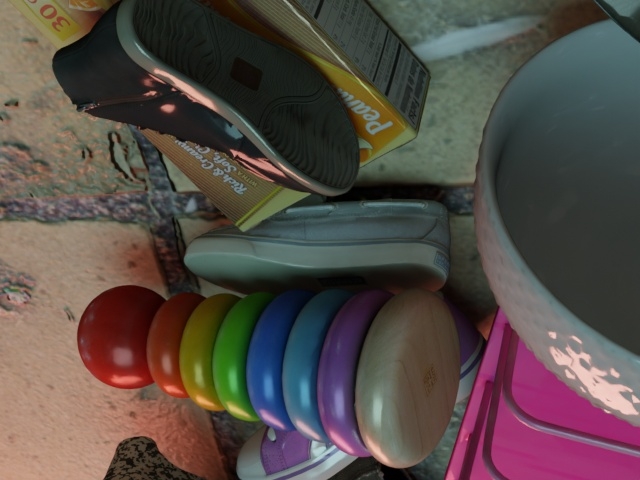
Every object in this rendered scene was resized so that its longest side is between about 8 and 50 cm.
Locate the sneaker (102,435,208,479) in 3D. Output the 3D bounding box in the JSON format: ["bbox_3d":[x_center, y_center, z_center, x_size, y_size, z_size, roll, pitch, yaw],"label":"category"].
[{"bbox_3d":[-0.059,0.319,1.618,0.410,0.182,0.158,40,120,-22],"label":"sneaker"}]

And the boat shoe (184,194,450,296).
[{"bbox_3d":[0.000,-0.001,1.382,0.227,0.081,0.079,0,150,19],"label":"boat shoe"}]

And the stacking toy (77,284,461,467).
[{"bbox_3d":[-0.059,0.090,1.367,0.330,0.141,0.141,7,134,28],"label":"stacking toy"}]

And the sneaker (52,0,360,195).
[{"bbox_3d":[-0.079,-0.098,1.206,0.222,0.083,0.118,36,149,-27],"label":"sneaker"}]

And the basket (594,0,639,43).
[{"bbox_3d":[0.284,-0.232,1.047,0.204,0.154,0.227,18,135,-39],"label":"basket"}]

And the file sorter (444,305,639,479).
[{"bbox_3d":[0.206,0.182,1.274,0.202,0.182,0.291,15,133,3],"label":"file sorter"}]

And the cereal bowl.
[{"bbox_3d":[0.266,0.006,1.148,0.338,0.339,0.141,12,141,4],"label":"cereal bowl"}]

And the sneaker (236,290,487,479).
[{"bbox_3d":[0.000,0.111,1.478,0.282,0.102,0.161,-35,110,27],"label":"sneaker"}]

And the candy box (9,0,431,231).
[{"bbox_3d":[-0.087,-0.167,1.246,0.183,0.088,0.316,-27,120,33],"label":"candy box"}]

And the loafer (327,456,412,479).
[{"bbox_3d":[0.116,0.317,1.597,0.130,0.134,0.366,-37,116,23],"label":"loafer"}]
